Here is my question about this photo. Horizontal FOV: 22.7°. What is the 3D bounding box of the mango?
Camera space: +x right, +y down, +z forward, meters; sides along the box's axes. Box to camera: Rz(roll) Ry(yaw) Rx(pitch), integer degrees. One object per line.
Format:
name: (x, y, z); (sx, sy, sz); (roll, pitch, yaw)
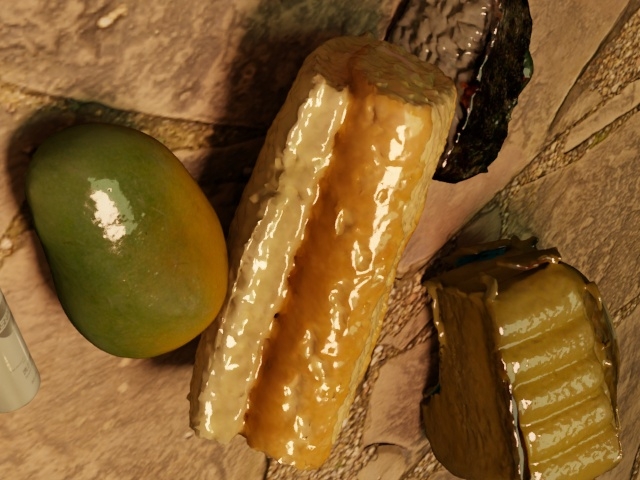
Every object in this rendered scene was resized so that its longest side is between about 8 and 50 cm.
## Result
mango: (-0.163, -0.005, 1.325); (0.156, 0.114, 0.251); (-40, 132, -16)

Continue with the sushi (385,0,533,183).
sushi: (0.137, -0.170, 1.624); (0.127, 0.124, 0.225); (1, 107, -57)

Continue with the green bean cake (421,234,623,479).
green bean cake: (0.238, 0.140, 1.929); (0.202, 0.285, 0.310); (-17, 107, -21)

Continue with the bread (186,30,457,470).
bread: (0.000, 0.000, 1.484); (0.236, 0.165, 0.375); (-65, 174, -70)

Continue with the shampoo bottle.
shampoo bottle: (-0.273, 0.060, 1.257); (0.056, 0.056, 0.195); (-46, 146, -26)
